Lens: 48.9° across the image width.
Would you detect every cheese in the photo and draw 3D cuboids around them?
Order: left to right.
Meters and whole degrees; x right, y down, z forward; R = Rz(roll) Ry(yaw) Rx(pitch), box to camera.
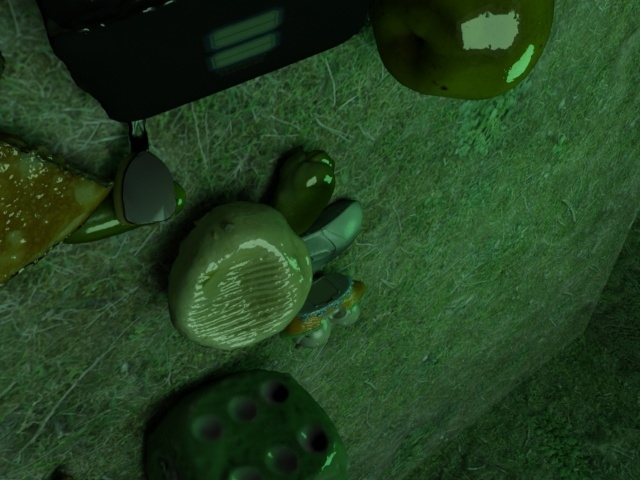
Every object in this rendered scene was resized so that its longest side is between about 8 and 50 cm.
[{"bbox_3d":[-0.246,-0.104,0.965,0.086,0.036,0.162,-10,103,-25],"label":"cheese"}]

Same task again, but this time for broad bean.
[{"bbox_3d":[-0.035,-0.085,1.249,0.124,0.082,0.174,-14,144,-38],"label":"broad bean"}]

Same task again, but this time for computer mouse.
[{"bbox_3d":[0.005,0.002,1.383,0.229,0.068,0.113,-36,143,-18],"label":"computer mouse"}]

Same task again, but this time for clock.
[{"bbox_3d":[0.007,0.151,1.508,0.231,0.103,0.144,-29,144,-23],"label":"clock"}]

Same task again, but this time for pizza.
[{"bbox_3d":[-0.417,-0.032,0.847,0.323,0.089,0.223,-38,151,-19],"label":"pizza"}]

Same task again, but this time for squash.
[{"bbox_3d":[-0.288,-0.041,1.011,0.201,0.066,0.066,-21,139,-25],"label":"squash"}]

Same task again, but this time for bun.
[{"bbox_3d":[-0.137,0.052,1.189,0.259,0.160,0.259,-9,120,-17],"label":"bun"}]

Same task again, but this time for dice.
[{"bbox_3d":[-0.155,0.480,1.459,0.322,0.318,0.330,-22,140,-35],"label":"dice"}]

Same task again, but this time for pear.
[{"bbox_3d":[0.225,-0.361,1.088,0.294,0.294,0.294,-30,143,-26],"label":"pear"}]

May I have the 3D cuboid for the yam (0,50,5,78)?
[{"bbox_3d":[-0.423,-0.218,0.580,0.168,0.168,0.304,-42,145,-9],"label":"yam"}]

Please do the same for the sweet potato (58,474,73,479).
[{"bbox_3d":[-0.468,0.516,1.378,0.078,0.058,0.255,-58,156,-23],"label":"sweet potato"}]

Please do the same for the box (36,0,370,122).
[{"bbox_3d":[-0.103,-0.250,0.782,0.359,0.091,0.350,-20,177,-3],"label":"box"}]
